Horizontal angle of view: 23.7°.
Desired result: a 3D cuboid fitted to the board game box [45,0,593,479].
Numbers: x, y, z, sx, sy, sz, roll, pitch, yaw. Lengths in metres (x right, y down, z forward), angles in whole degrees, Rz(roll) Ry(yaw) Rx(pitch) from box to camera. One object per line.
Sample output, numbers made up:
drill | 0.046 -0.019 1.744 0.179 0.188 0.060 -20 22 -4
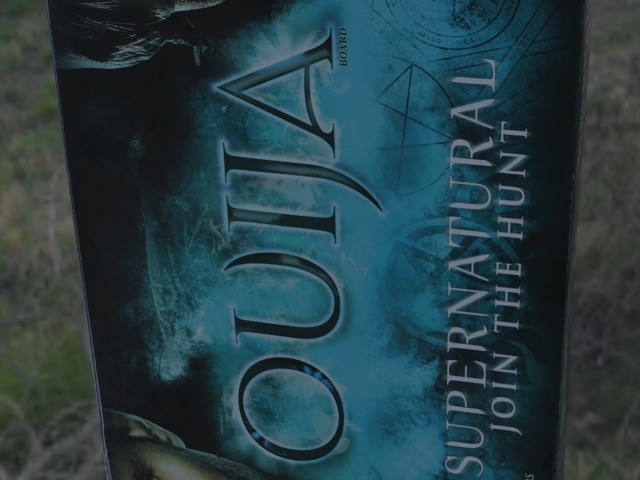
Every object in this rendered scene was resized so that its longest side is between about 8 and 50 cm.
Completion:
board game box | 0.000 0.000 0.375 0.126 0.186 0.026 6 31 14
